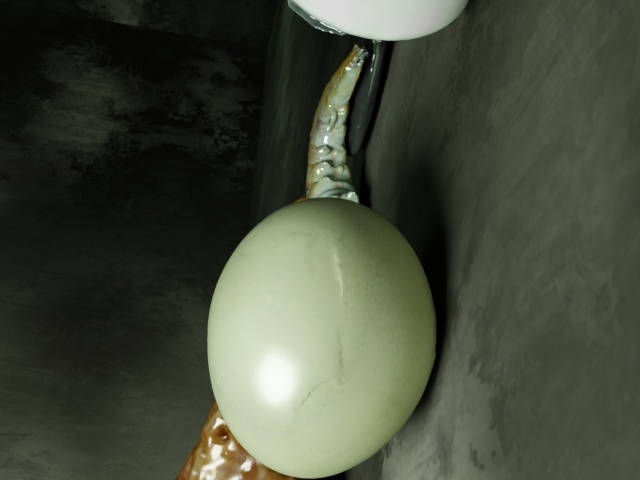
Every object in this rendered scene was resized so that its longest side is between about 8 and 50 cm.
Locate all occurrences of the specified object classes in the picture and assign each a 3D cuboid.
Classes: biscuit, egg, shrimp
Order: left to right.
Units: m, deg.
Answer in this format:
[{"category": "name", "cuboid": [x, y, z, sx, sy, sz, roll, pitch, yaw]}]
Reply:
[{"category": "biscuit", "cuboid": [-0.104, 0.324, 1.232, 0.343, 0.166, 0.395, -63, 0, 9]}, {"category": "egg", "cuboid": [0.001, 0.088, 0.865, 0.219, 0.219, 0.269, 122, 151, -70]}, {"category": "shrimp", "cuboid": [0.028, -0.131, 1.271, 0.185, 0.068, 0.287, -137, 55, -67]}]

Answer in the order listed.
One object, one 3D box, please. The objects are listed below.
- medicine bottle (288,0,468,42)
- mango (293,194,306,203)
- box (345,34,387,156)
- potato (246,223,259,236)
[{"category": "medicine bottle", "cuboid": [0.083, -0.366, 0.762, 0.379, 0.213, 0.214, 111, 165, -55]}, {"category": "mango", "cuboid": [0.000, 0.000, 1.337, 0.066, 0.101, 0.187, -55, 34, 36]}, {"category": "box", "cuboid": [0.062, -0.239, 1.340, 0.201, 0.042, 0.213, -96, 15, -57]}, {"category": "potato", "cuboid": [-0.066, 0.083, 1.468, 0.186, 0.148, 0.253, -5, 85, 50]}]
